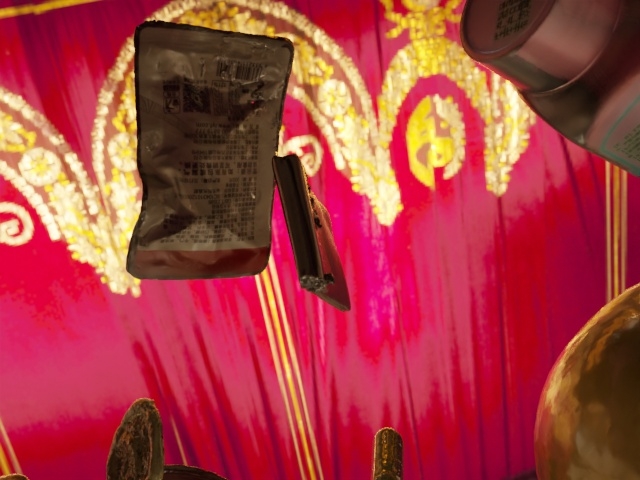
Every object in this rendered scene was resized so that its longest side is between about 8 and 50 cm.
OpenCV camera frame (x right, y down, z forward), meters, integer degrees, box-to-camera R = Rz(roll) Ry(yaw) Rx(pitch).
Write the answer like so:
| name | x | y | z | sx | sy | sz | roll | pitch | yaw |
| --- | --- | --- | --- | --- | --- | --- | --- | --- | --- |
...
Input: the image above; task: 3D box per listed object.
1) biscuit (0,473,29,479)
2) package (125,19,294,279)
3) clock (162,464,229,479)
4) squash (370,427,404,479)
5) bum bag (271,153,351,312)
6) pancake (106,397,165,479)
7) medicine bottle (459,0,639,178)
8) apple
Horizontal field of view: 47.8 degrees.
| name | x | y | z | sx | sy | sz | roll | pitch | yaw |
| --- | --- | --- | --- | --- | --- | --- | --- | --- | --- |
| biscuit | -0.424 | 0.309 | 0.751 | 0.174 | 0.038 | 0.183 | -27 | 174 | 18 |
| package | -0.104 | -0.078 | 0.682 | 0.154 | 0.239 | 0.030 | -1 | -168 | -31 |
| clock | -0.219 | 0.495 | 1.163 | 0.319 | 0.318 | 0.080 | -7 | -159 | 9 |
| squash | 0.126 | 0.422 | 1.364 | 0.066 | 0.066 | 0.229 | -7 | -170 | 8 |
| bum bag | 0.000 | 0.000 | 0.607 | 0.026 | 0.109 | 0.159 | -17 | 163 | 10 |
| pancake | -0.175 | 0.204 | 0.684 | 0.017 | 0.108 | 0.108 | 18 | -176 | -36 |
| medicine bottle | 0.182 | -0.112 | 0.452 | 0.188 | 0.094 | 0.119 | 19 | -145 | -30 |
| apple | 0.296 | 0.184 | 0.523 | 0.295 | 0.257 | 0.233 | 27 | -142 | 33 |
